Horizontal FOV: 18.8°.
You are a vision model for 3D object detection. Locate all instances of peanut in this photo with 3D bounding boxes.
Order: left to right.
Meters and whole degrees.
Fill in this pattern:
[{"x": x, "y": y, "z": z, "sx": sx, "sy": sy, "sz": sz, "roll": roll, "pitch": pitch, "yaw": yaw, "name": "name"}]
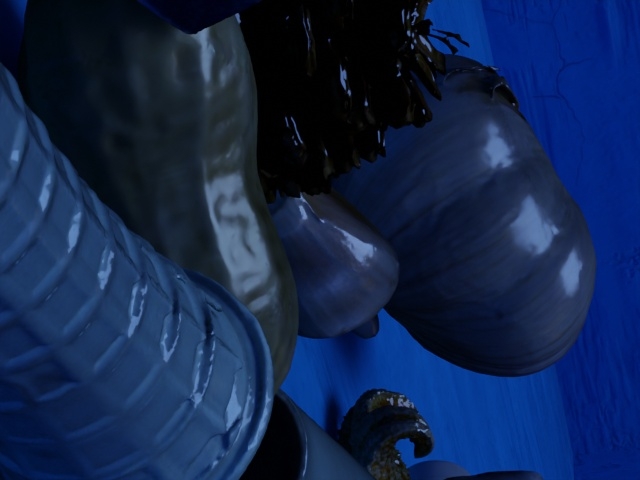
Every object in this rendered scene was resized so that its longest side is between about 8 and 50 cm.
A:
[{"x": -0.085, "y": -0.022, "z": 1.019, "sx": 0.130, "sy": 0.130, "sz": 0.290, "roll": -68, "pitch": 150, "yaw": -68, "name": "peanut"}]

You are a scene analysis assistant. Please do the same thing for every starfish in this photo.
[{"x": 0.064, "y": 0.270, "z": 1.617, "sx": 0.312, "sy": 0.113, "sz": 0.303, "roll": -55, "pitch": 136, "yaw": -77, "name": "starfish"}]

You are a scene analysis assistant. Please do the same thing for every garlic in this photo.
[{"x": 0.000, "y": 0.003, "z": 1.541, "sx": 0.266, "sy": 0.128, "sz": 0.148, "roll": 24, "pitch": 70, "yaw": -89, "name": "garlic"}, {"x": 0.128, "y": -0.016, "z": 1.775, "sx": 0.322, "sy": 0.241, "sz": 0.322, "roll": 51, "pitch": 28, "yaw": -42, "name": "garlic"}]

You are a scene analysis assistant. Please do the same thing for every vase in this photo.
[{"x": -0.129, "y": 0.004, "z": 0.769, "sx": 0.299, "sy": 0.143, "sz": 0.143, "roll": 61, "pitch": 25, "yaw": -57, "name": "vase"}]

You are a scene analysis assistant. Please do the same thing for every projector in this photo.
[{"x": -0.023, "y": 0.172, "z": 1.246, "sx": 0.337, "sy": 0.108, "sz": 0.108, "roll": 54, "pitch": 31, "yaw": -68, "name": "projector"}]

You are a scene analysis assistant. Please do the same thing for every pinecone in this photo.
[{"x": -0.018, "y": -0.134, "z": 1.214, "sx": 0.221, "sy": 0.221, "sz": 0.221, "roll": -7, "pitch": 90, "yaw": -79, "name": "pinecone"}]

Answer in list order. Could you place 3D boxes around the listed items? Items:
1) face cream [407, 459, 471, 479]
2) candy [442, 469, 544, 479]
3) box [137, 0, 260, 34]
[{"x": 0.109, "y": 0.337, "z": 1.849, "sx": 0.269, "sy": 0.082, "sz": 0.082, "roll": -84, "pitch": 163, "yaw": -46, "name": "face cream"}, {"x": -0.001, "y": 0.211, "z": 0.935, "sx": 0.116, "sy": 0.265, "sz": 0.155, "roll": -84, "pitch": 163, "yaw": -59, "name": "candy"}, {"x": -0.109, "y": -0.274, "z": 0.866, "sx": 0.279, "sy": 0.116, "sz": 0.261, "roll": 30, "pitch": 48, "yaw": -45, "name": "box"}]
